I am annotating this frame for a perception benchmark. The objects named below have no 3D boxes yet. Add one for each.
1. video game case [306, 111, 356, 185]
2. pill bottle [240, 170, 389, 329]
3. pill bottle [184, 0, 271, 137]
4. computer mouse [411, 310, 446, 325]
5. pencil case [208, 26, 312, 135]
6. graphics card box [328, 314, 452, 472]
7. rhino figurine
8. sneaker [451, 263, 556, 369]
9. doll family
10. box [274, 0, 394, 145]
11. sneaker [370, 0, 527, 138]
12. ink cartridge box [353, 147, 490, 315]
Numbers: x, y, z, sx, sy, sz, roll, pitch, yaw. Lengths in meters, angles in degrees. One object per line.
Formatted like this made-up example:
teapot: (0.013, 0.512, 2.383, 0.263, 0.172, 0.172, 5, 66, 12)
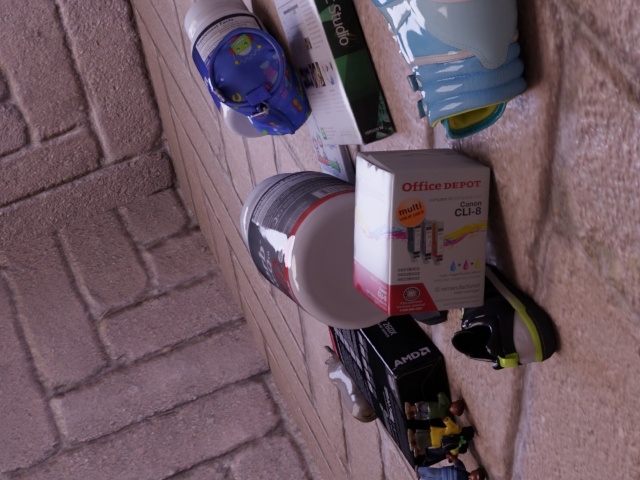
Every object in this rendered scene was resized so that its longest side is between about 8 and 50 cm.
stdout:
video game case: (0.015, -0.166, 1.922, 0.157, 0.019, 0.143, -143, 33, -67)
pill bottle: (0.000, 0.000, 1.788, 0.363, 0.210, 0.210, -149, 39, -68)
pill bottle: (-0.150, -0.331, 2.050, 0.153, 0.153, 0.264, 86, 160, -56)
computer mouse: (0.167, 0.089, 1.635, 0.242, 0.041, 0.071, 135, 114, -77)
pencil case: (-0.089, -0.242, 1.769, 0.306, 0.119, 0.133, 23, -133, -81)
graphics card box: (0.111, 0.204, 1.966, 0.371, 0.094, 0.232, -126, 19, -55)
rhino figurine: (0.072, 0.270, 2.224, 0.243, 0.106, 0.073, -124, 18, -46)
sneaker: (0.197, 0.094, 1.366, 0.235, 0.097, 0.084, -141, 32, -68)
doll family: (0.203, 0.332, 1.784, 0.076, 0.111, 0.193, -85, -15, -50)
box: (0.005, -0.299, 1.650, 0.232, 0.058, 0.322, -160, 48, -75)
sneaker: (0.105, -0.220, 1.162, 0.319, 0.127, 0.208, -132, 25, -62)
ink cartridge box: (0.120, -0.016, 1.342, 0.127, 0.128, 0.176, -140, 48, -67)
